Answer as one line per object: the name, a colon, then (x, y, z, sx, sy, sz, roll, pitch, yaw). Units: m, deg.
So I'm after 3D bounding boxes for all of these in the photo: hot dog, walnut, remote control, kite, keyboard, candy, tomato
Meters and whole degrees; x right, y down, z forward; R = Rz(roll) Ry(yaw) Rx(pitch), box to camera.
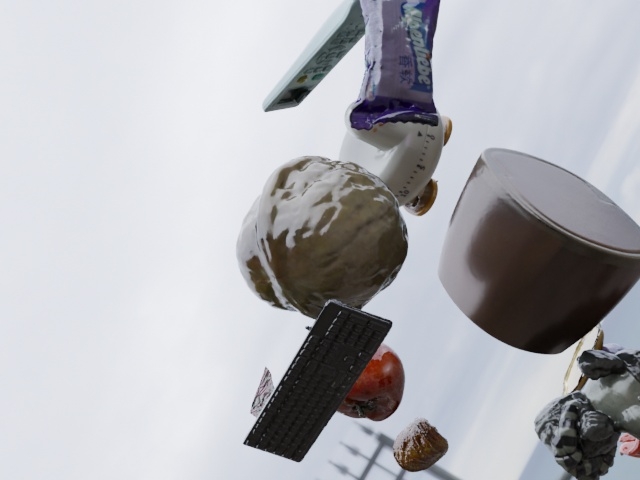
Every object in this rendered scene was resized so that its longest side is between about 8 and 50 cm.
hot dog: (0.209, 0.429, 2.096, 0.065, 0.099, 0.147, -34, -17, -42)
walnut: (0.001, 0.002, 1.452, 0.248, 0.248, 0.248, -54, -17, -26)
remote control: (0.000, -0.335, 1.788, 0.103, 0.051, 0.293, -18, -21, -49)
kite: (-0.086, 0.303, 1.886, 0.156, 0.139, 0.011, -26, -17, 39)
keyboard: (-0.012, 0.197, 1.358, 0.018, 0.101, 0.310, -83, 19, -51)
candy: (0.122, -0.302, 1.593, 0.070, 0.145, 0.275, 128, 146, -76)
tomato: (0.082, 0.286, 2.049, 0.187, 0.187, 0.151, 98, 165, -51)

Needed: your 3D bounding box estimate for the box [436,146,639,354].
box: (0.329, 0.019, 1.548, 0.216, 0.301, 0.301, -60, -13, 27)

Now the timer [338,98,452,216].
timer: (0.110, -0.177, 1.839, 0.233, 0.240, 0.234, -40, 39, 43)

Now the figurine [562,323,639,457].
figurine: (0.558, 0.270, 1.729, 0.181, 0.257, 0.208, 94, -158, -69)

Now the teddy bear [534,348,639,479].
teddy bear: (0.429, 0.253, 1.510, 0.251, 0.171, 0.144, -54, 30, 22)
